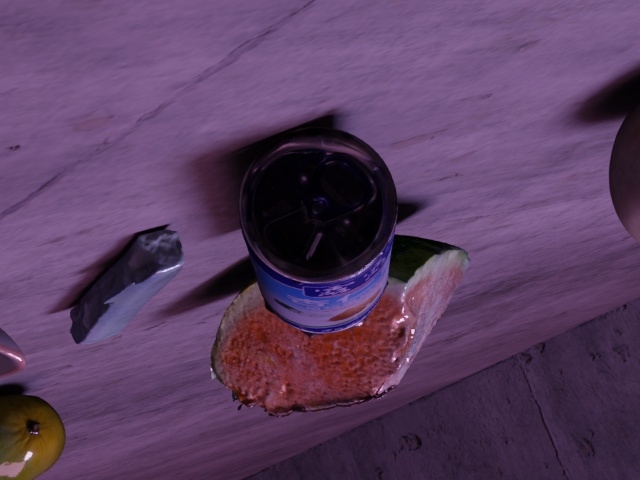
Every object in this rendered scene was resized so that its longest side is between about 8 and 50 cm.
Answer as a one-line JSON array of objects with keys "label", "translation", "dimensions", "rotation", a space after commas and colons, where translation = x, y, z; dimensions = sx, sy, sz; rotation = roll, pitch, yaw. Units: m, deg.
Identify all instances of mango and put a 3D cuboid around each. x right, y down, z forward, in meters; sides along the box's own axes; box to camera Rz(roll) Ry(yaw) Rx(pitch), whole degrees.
[{"label": "mango", "translation": [-0.285, 0.178, 1.563], "dimensions": [0.122, 0.085, 0.191], "rotation": [-29, -177, -19]}]

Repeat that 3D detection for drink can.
[{"label": "drink can", "translation": [0.000, 0.000, 1.142], "dimensions": [0.097, 0.097, 0.235], "rotation": [-21, 171, -4]}]

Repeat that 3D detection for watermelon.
[{"label": "watermelon", "translation": [0.016, 0.040, 1.430], "dimensions": [0.231, 0.128, 0.146], "rotation": [-12, -155, 37]}]

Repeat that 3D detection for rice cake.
[{"label": "rice cake", "translation": [-0.137, 0.034, 1.224], "dimensions": [0.042, 0.030, 0.180], "rotation": [-14, 167, -27]}]

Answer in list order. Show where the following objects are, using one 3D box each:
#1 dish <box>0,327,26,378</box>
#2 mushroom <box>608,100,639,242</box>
[{"label": "dish", "translation": [-0.286, 0.089, 0.991], "dimensions": [0.212, 0.077, 0.151], "rotation": [-38, 158, 25]}, {"label": "mushroom", "translation": [0.318, -0.031, 1.290], "dimensions": [0.207, 0.215, 0.207], "rotation": [-16, 163, -5]}]
